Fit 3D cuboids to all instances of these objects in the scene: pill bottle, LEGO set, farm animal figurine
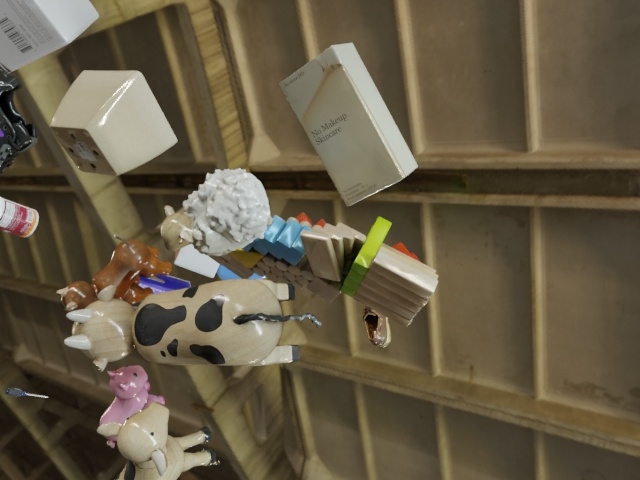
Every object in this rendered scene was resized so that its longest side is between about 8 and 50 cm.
[{"bbox_3d":[-0.854,-0.069,1.499,0.086,0.086,0.152,11,-12,34],"label":"pill bottle"},{"bbox_3d":[-0.277,0.523,1.346,0.083,0.023,0.054,4,-10,28],"label":"LEGO set"},{"bbox_3d":[-0.167,0.120,0.587,0.327,0.172,0.330,-26,-109,22],"label":"farm animal figurine"}]

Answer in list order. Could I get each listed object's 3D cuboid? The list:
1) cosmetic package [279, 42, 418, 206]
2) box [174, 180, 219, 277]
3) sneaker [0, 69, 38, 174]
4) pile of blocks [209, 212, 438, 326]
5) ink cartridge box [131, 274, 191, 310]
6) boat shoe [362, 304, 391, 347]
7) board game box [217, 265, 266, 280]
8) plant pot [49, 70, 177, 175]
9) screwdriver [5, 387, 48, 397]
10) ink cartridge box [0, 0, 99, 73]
[{"bbox_3d":[0.064,-0.251,1.214,0.160,0.113,0.309,-27,-83,34],"label":"cosmetic package"},{"bbox_3d":[-0.246,-0.026,1.220,0.091,0.130,0.170,23,-79,-19],"label":"box"},{"bbox_3d":[-0.601,-0.171,1.017,0.146,0.102,0.293,5,-75,-13],"label":"sneaker"},{"bbox_3d":[0.000,0.000,0.782,0.363,0.112,0.148,13,-38,23],"label":"pile of blocks"},{"bbox_3d":[-0.416,0.158,1.424,0.207,0.045,0.208,14,-43,14],"label":"ink cartridge box"},{"bbox_3d":[0.146,0.200,1.503,0.064,0.177,0.060,-30,-40,31],"label":"boat shoe"},{"bbox_3d":[-0.156,0.051,1.283,0.033,0.169,0.133,84,-16,-48],"label":"board game box"},{"bbox_3d":[-0.271,-0.142,0.705,0.109,0.096,0.109,10,-39,29],"label":"plant pot"},{"bbox_3d":[-0.826,0.437,1.575,0.025,0.024,0.170,-2,-21,17],"label":"screwdriver"},{"bbox_3d":[-0.805,-0.580,1.363,0.395,0.166,0.285,-11,-50,27],"label":"ink cartridge box"}]
